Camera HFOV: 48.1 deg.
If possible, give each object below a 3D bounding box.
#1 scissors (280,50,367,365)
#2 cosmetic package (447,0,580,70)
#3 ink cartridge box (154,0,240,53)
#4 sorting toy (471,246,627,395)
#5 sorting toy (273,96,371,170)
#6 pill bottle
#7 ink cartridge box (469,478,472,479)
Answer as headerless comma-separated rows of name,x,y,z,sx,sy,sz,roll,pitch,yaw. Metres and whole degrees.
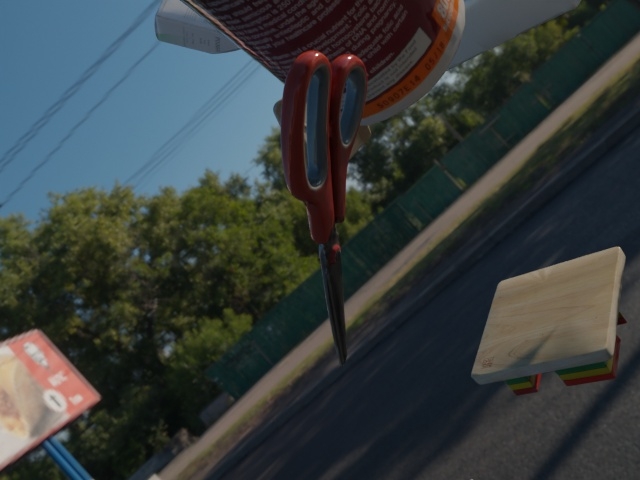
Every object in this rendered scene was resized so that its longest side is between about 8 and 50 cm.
scissors,0.000,0.000,0.548,0.109,0.021,0.297,-43,-38,-54
cosmetic package,0.323,-0.450,1.068,0.377,0.097,0.284,-56,17,-20
ink cartridge box,-0.101,-0.341,1.026,0.056,0.225,0.180,107,178,-63
sorting toy,0.431,0.158,1.304,0.257,0.089,0.255,-23,26,41
sorting toy,0.004,-0.226,1.382,0.038,0.193,0.208,0,36,42
pill bottle,-0.035,-0.302,0.732,0.224,0.224,0.392,-44,-42,14
ink cartridge box,0.178,0.456,0.957,0.208,0.045,0.206,-48,40,39
